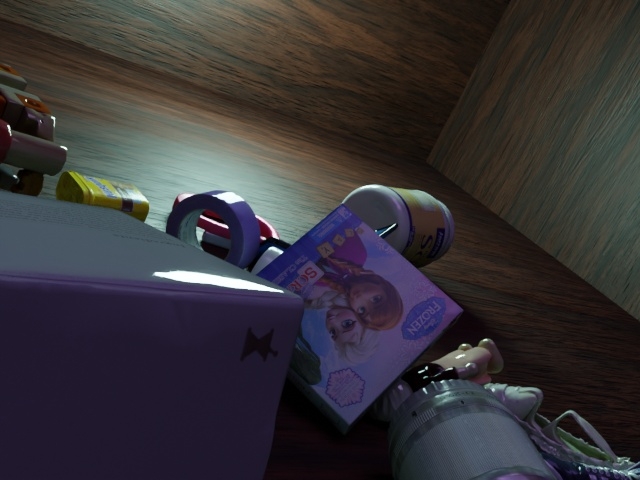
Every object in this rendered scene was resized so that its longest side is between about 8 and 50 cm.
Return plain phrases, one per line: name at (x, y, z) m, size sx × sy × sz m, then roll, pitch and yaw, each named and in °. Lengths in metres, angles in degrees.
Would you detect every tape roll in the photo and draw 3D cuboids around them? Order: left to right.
tape roll at (-0.229, -0.010, 1.634) m, size 0.189 × 0.189 × 0.080 m, roll 31°, pitch 19°, yaw 14°

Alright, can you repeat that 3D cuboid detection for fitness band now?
fitness band at (-0.234, -0.042, 1.939) m, size 0.291 × 0.054 × 0.209 m, roll 19°, pitch 19°, yaw -25°

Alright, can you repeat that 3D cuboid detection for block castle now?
block castle at (-0.643, -0.156, 1.293) m, size 0.213 × 0.303 × 0.453 m, roll 16°, pitch 20°, yaw -48°

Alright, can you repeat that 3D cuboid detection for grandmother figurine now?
grandmother figurine at (0.223, 0.276, 1.518) m, size 0.342 × 0.208 × 0.104 m, roll -12°, pitch 74°, yaw -41°

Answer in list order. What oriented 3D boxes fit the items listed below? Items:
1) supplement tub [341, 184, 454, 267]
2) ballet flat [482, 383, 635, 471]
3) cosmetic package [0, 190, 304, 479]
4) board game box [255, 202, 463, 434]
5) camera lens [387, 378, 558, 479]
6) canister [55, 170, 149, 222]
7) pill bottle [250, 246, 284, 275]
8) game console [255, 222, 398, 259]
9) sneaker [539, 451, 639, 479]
supplement tub at (0.226, -0.034, 2.249) m, size 0.241 × 0.241 × 0.331 m, roll 38°, pitch 21°, yaw 32°
ballet flat at (0.459, 0.385, 1.578) m, size 0.409 × 0.147 × 0.147 m, roll 34°, pitch 19°, yaw 25°
cosmetic package at (-0.287, 0.142, 0.759) m, size 0.327 × 0.329 × 0.393 m, roll 10°, pitch 7°, yaw -44°
board game box at (0.042, 0.133, 1.420) m, size 0.318 × 0.066 × 0.318 m, roll 42°, pitch 64°, yaw 16°
camera lens at (0.232, 0.369, 1.161) m, size 0.219 × 0.219 × 0.274 m, roll 20°, pitch 19°, yaw -20°
canister at (-0.480, -0.090, 1.701) m, size 0.170 × 0.073 × 0.126 m, roll 8°, pitch 25°, yaw -47°
pill bottle at (0.007, 0.144, 1.551) m, size 0.318 × 0.176 × 0.176 m, roll 30°, pitch 18°, yaw 10°
game console at (0.000, 0.000, 1.770) m, size 0.250 × 0.173 × 0.293 m, roll 25°, pitch -11°, yaw -10°
sneaker at (0.530, 0.440, 1.413) m, size 0.282 × 0.153 × 0.099 m, roll 37°, pitch -3°, yaw 1°
